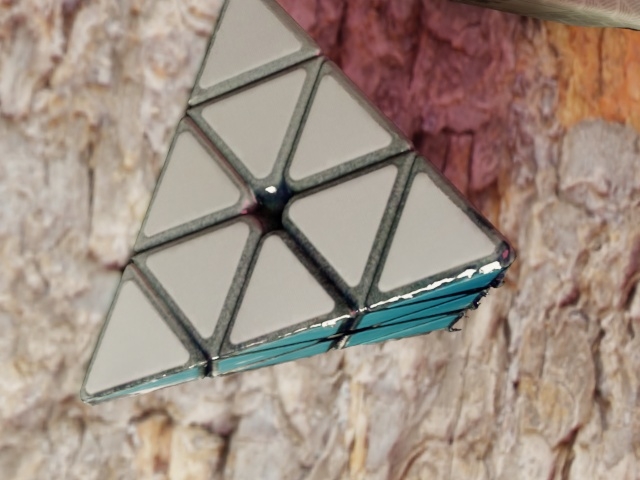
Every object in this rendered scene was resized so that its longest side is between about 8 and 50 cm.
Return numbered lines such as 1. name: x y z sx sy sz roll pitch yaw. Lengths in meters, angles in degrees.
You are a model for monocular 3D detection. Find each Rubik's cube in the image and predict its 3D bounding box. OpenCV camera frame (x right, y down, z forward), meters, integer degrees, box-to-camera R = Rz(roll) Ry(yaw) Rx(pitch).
1. Rubik's cube: 0.002 0.000 1.284 0.228 0.233 0.228 -70 179 -56

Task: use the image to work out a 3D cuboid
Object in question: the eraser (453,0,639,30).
1. eraser: 0.130 -0.216 1.393 0.404 0.098 0.096 7 90 -36
